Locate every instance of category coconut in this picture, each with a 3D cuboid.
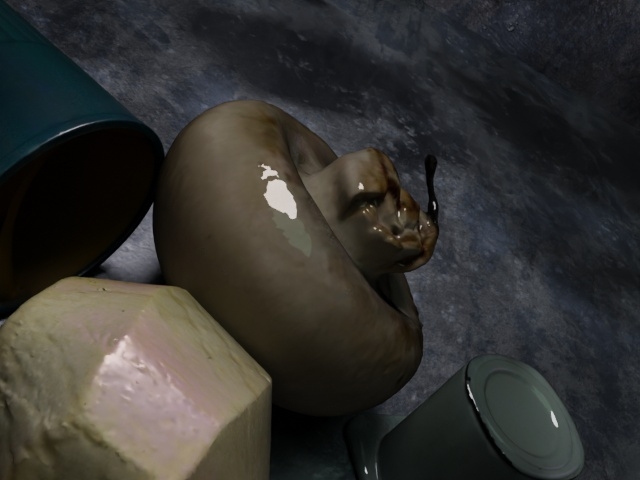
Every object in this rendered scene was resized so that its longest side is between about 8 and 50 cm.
[{"bbox_3d":[-0.150,0.162,0.502,0.259,0.259,0.259,20,40,-18],"label":"coconut"}]

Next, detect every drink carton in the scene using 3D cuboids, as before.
[{"bbox_3d":[0.169,0.236,0.712,0.185,0.189,0.191,15,42,-31],"label":"drink carton"}]

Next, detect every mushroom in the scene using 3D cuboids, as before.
[{"bbox_3d":[0.000,0.000,0.706,0.362,0.294,0.362,54,16,-23],"label":"mushroom"}]

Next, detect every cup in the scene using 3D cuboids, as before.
[{"bbox_3d":[-0.328,-0.125,0.681,0.292,0.242,0.308,41,49,13],"label":"cup"}]
